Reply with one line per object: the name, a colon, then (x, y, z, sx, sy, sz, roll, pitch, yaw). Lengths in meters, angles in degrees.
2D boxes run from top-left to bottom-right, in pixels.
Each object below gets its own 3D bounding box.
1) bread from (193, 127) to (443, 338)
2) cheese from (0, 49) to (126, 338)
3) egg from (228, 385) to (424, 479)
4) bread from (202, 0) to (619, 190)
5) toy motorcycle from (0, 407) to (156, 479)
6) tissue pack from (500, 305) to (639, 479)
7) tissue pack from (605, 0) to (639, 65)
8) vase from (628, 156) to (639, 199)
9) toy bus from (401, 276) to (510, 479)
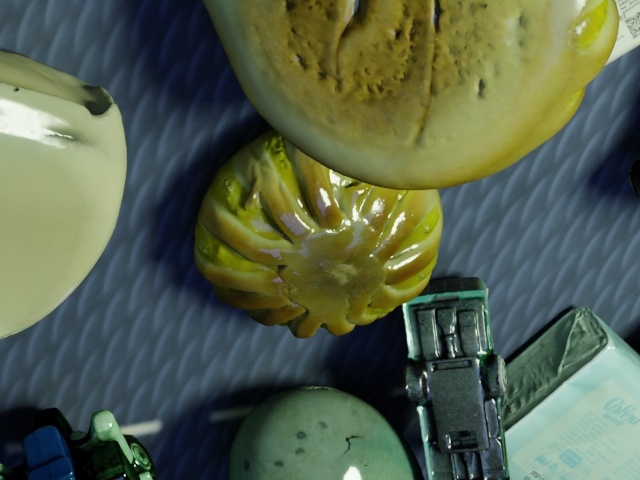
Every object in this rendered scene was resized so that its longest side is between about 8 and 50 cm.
bread: (0.000, 0.000, 1.487, 0.213, 0.104, 0.213, -11, 133, -12)
cheese: (-0.273, -0.035, 1.320, 0.266, 0.127, 0.233, 16, 116, -40)
egg: (0.009, 0.229, 1.626, 0.169, 0.169, 0.236, -28, 133, 3)
bread: (0.072, -0.197, 1.276, 0.333, 0.160, 0.333, 12, 120, 22)
toy motorcycle: (-0.174, 0.286, 1.586, 0.125, 0.196, 0.331, -25, 133, 1)
tissue pack: (0.272, 0.192, 1.750, 0.177, 0.089, 0.263, -42, 127, 13)
tissue pack: (0.213, -0.207, 1.400, 0.149, 0.099, 0.106, -31, 132, 5)
vase: (0.381, -0.169, 1.467, 0.165, 0.165, 0.360, 7, 129, -25)
toy bus: (0.127, 0.165, 1.596, 0.091, 0.109, 0.261, -6, 103, 6)
